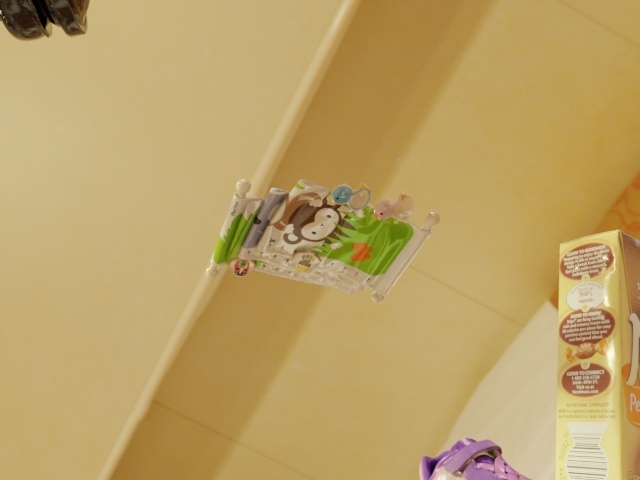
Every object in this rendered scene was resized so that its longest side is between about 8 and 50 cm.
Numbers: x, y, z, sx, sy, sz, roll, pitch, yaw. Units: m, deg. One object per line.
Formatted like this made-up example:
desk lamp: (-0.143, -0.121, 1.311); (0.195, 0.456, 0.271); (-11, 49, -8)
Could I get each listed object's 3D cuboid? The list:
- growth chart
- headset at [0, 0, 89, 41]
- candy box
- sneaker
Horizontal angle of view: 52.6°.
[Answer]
growth chart: (0.000, 0.000, 0.730); (0.021, 0.237, 0.172); (-91, 15, -48)
headset: (-0.326, -0.270, 0.591); (0.243, 0.185, 0.394); (-24, 22, -36)
candy box: (0.369, 0.168, 0.766); (0.087, 0.183, 0.316); (-18, 56, 52)
sneaker: (0.156, 0.231, 0.586); (0.236, 0.095, 0.104); (138, 126, -61)
